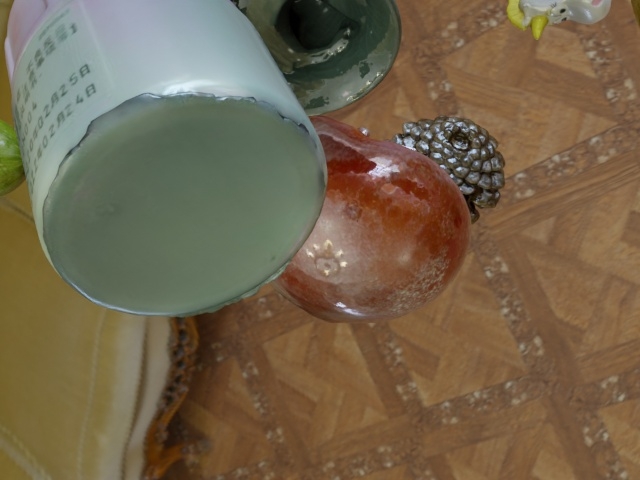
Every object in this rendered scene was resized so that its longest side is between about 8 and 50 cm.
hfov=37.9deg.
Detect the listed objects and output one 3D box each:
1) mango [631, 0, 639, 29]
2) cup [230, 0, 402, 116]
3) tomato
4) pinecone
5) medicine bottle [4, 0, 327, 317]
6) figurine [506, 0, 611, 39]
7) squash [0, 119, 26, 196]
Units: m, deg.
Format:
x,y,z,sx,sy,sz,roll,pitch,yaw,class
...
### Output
x,y,z,sx,sy,sz,roll,pitch,yaw,class
0.354,-0.235,0.780,0.195,0.142,0.331,-3,142,8,mango
-0.024,-0.246,0.946,0.199,0.199,0.150,-43,37,36,cup
0.039,-0.014,1.091,0.270,0.270,0.227,24,92,31,tomato
0.195,-0.104,1.485,0.184,0.179,0.204,64,162,12,pinecone
-0.082,-0.062,0.458,0.135,0.135,0.168,-60,38,31,medicine bottle
0.319,-0.335,1.214,0.129,0.109,0.178,16,79,20,figurine
-0.341,-0.072,0.806,0.188,0.095,0.095,9,110,0,squash
